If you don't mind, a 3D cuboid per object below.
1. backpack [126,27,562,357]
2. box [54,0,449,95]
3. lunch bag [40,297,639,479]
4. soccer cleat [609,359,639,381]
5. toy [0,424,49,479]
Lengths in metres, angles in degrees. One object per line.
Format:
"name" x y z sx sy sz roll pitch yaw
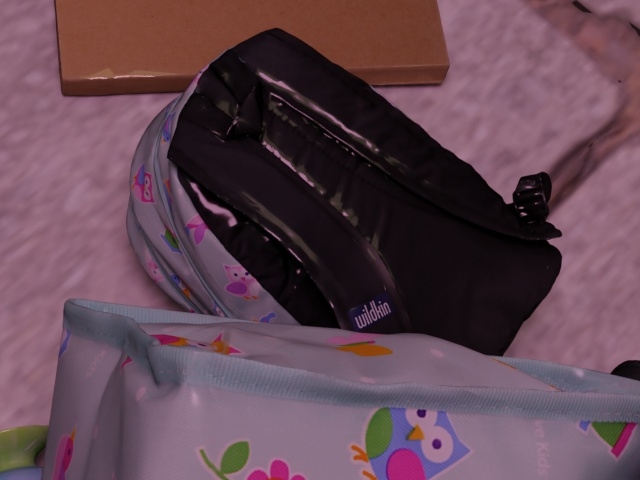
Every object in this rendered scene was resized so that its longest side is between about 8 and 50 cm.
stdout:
"backpack" 0.000 0.000 0.633 0.182 0.115 0.152 40 55 -7
"box" -0.043 -0.153 0.758 0.201 0.021 0.164 -3 65 -12
"lunch bag" 0.034 0.146 0.501 0.262 0.160 0.223 10 90 -25
"soccer cleat" 0.106 0.126 0.630 0.072 0.060 0.179 21 65 2
"toy" -0.104 0.185 0.564 0.136 0.056 0.237 -11 67 -14
